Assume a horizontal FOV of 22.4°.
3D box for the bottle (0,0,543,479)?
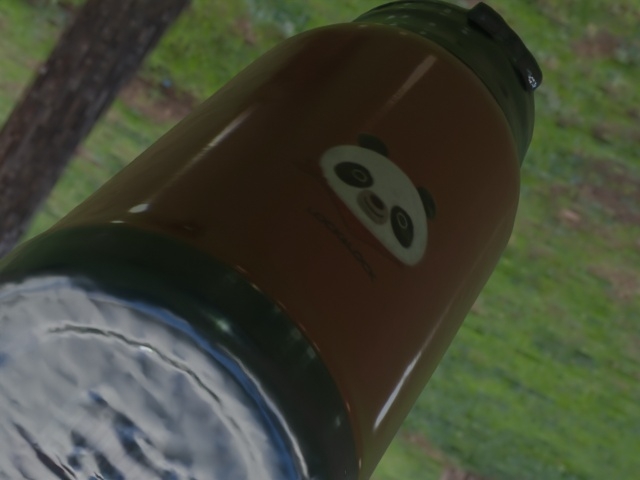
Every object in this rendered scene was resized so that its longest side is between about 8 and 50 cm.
[{"bbox_3d":[0.000,0.000,0.633,0.144,0.336,0.144,11,119,20],"label":"bottle"}]
